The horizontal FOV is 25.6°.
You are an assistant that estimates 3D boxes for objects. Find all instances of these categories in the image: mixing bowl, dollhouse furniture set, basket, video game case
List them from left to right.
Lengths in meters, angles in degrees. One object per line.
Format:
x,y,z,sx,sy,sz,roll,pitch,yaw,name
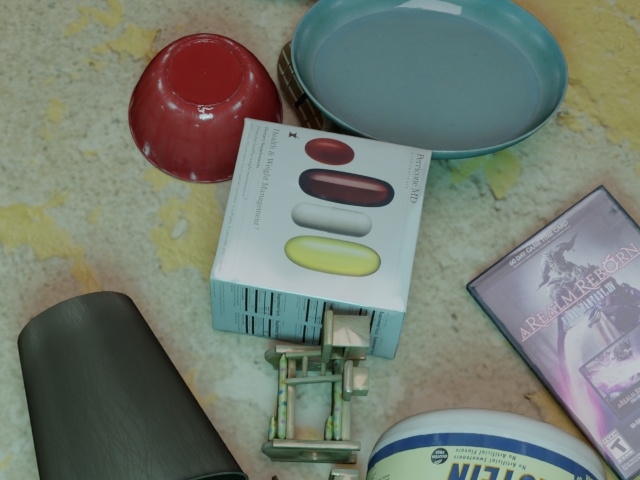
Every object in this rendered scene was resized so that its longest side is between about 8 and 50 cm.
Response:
-0.208,0.178,1.415,0.204,0.154,0.227,-19,65,-13,basket
-0.131,-0.167,1.596,0.181,0.098,0.181,1,66,-3,mixing bowl
-0.007,0.183,1.416,0.101,0.161,0.182,2,65,-3,dollhouse furniture set
0.319,0.098,1.535,0.196,0.026,0.274,-36,74,-7,video game case

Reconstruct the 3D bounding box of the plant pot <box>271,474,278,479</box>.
-0.085,0.335,1.351,0.165,0.167,0.167,-22,70,-6,plant pot

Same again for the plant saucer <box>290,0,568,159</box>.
0.123,-0.195,1.611,0.317,0.044,0.318,4,46,-4,plant saucer

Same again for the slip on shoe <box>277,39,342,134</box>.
-0.011,-0.173,1.640,0.041,0.051,0.135,8,48,-45,slip on shoe

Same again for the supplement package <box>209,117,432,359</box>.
0.000,0.000,1.504,0.203,0.149,0.194,9,66,1,supplement package

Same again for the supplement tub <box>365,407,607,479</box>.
0.138,0.344,1.294,0.235,0.235,0.325,11,57,1,supplement tub
